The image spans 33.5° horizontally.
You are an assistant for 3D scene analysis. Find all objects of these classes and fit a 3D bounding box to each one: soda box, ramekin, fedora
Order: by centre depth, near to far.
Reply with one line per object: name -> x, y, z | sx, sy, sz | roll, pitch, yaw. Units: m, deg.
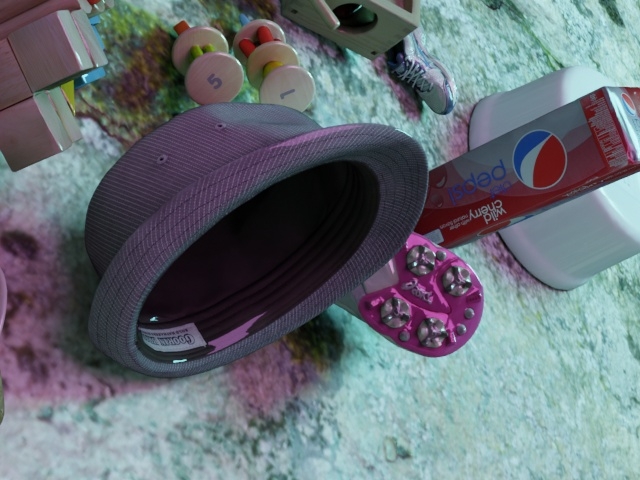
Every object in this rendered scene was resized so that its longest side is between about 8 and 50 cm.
fedora -> -0.065, -0.020, 0.802 | 0.124, 0.275, 0.243 | 51, -13, 27
soda box -> 0.216, -0.070, 1.110 | 0.092, 0.263, 0.083 | -9, 77, -51
ramekin -> 0.326, -0.087, 1.357 | 0.277, 0.135, 0.277 | 27, 51, -39

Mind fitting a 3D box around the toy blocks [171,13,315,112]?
toy blocks -> -0.082, -0.175, 0.983 | 0.123, 0.054, 0.148 | 6, 32, -25

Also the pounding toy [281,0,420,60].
pounding toy -> -0.001, -0.274, 1.124 | 0.206, 0.094, 0.181 | 21, 59, -30

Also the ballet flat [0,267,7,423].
ballet flat -> -0.255, -0.024, 0.673 | 0.124, 0.116, 0.342 | 22, 51, -67

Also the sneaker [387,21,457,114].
sneaker -> 0.107, -0.202, 1.244 | 0.058, 0.052, 0.135 | -25, 82, -43

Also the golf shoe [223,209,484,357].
golf shoe -> 0.000, 0.000, 0.963 | 0.306, 0.140, 0.115 | 39, 82, -4

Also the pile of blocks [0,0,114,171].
pile of blocks -> -0.187, -0.218, 0.807 | 0.149, 0.113, 0.362 | 38, 36, -59
